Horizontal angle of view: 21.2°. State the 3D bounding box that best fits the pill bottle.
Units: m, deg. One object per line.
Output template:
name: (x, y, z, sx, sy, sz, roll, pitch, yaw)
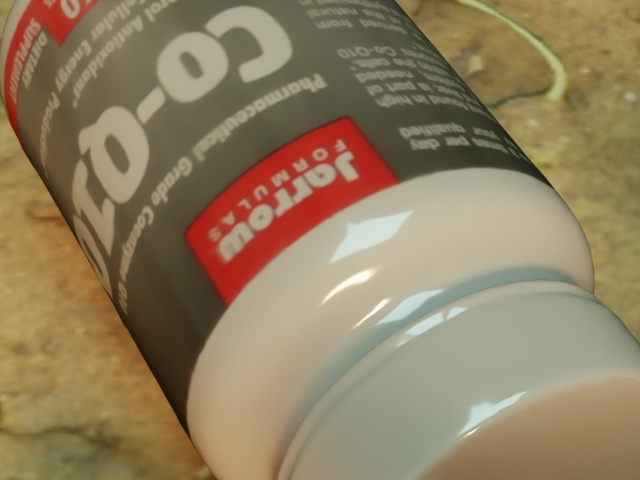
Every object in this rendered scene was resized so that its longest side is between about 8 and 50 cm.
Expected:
pill bottle: (0.000, 0.000, 0.645, 0.161, 0.161, 0.283, -23, 51, -16)
